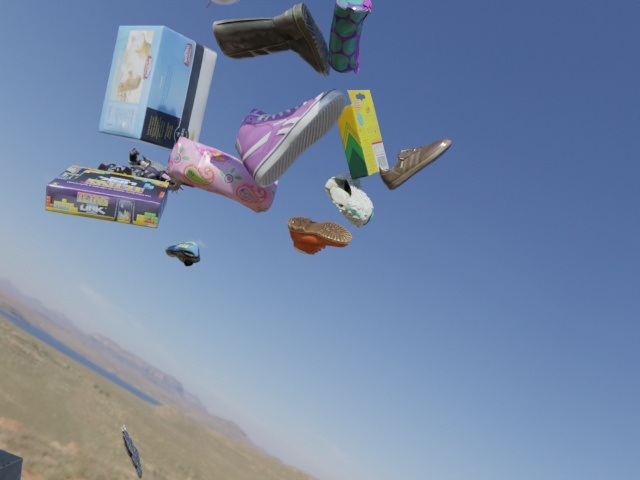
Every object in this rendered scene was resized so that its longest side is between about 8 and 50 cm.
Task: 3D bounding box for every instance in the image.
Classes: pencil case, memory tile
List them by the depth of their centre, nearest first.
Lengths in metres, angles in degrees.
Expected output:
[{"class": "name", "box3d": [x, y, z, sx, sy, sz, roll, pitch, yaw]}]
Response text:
[{"class": "pencil case", "box3d": [0.055, -0.401, 0.969, 0.070, 0.064, 0.152, 27, -29, 10]}, {"class": "pencil case", "box3d": [-0.251, -0.165, 1.287, 0.284, 0.124, 0.124, 19, -19, -17]}, {"class": "memory tile", "box3d": [-0.510, 0.568, 1.356, 0.148, 0.012, 0.113, 9, -60, 65]}]

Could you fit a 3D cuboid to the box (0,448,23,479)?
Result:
[{"class": "box", "box3d": [-0.418, 0.288, 0.606, 0.083, 0.052, 0.062, 8, 3, 20]}]

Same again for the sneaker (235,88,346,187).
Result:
[{"class": "sneaker", "box3d": [-0.084, -0.271, 1.133, 0.161, 0.282, 0.102, 55, 16, 17]}]

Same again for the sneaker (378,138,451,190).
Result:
[{"class": "sneaker", "box3d": [0.227, -0.202, 1.225, 0.071, 0.188, 0.066, 55, 15, 4]}]

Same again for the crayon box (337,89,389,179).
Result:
[{"class": "crayon box", "box3d": [0.156, -0.406, 1.909, 0.081, 0.202, 0.319, -9, -81, 32]}]

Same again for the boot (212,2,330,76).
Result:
[{"class": "boot", "box3d": [-0.100, -0.413, 1.077, 0.208, 0.076, 0.190, -9, -36, 22]}]

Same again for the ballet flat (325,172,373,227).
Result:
[{"class": "ballet flat", "box3d": [0.091, -0.186, 1.928, 0.147, 0.147, 0.409, 44, 7, -27]}]

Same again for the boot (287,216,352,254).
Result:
[{"class": "boot", "box3d": [0.000, 0.000, 1.162, 0.158, 0.059, 0.085, 14, -54, 23]}]

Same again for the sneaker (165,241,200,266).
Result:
[{"class": "sneaker", "box3d": [-0.440, 0.047, 1.599, 0.188, 0.067, 0.078, -2, -73, 51]}]

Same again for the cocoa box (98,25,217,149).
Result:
[{"class": "cocoa box", "box3d": [-0.520, -0.474, 1.600, 0.231, 0.347, 0.228, 16, 5, 33]}]

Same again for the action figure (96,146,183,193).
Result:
[{"class": "action figure", "box3d": [-0.497, -0.190, 1.425, 0.185, 0.099, 0.285, 24, 19, 10]}]

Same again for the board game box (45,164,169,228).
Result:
[{"class": "board game box", "box3d": [-0.353, -0.077, 0.851, 0.170, 0.048, 0.141, 9, 17, -15]}]

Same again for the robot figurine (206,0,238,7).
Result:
[{"class": "robot figurine", "box3d": [-0.334, -0.979, 1.731, 0.200, 0.300, 0.353, 60, -27, 25]}]
